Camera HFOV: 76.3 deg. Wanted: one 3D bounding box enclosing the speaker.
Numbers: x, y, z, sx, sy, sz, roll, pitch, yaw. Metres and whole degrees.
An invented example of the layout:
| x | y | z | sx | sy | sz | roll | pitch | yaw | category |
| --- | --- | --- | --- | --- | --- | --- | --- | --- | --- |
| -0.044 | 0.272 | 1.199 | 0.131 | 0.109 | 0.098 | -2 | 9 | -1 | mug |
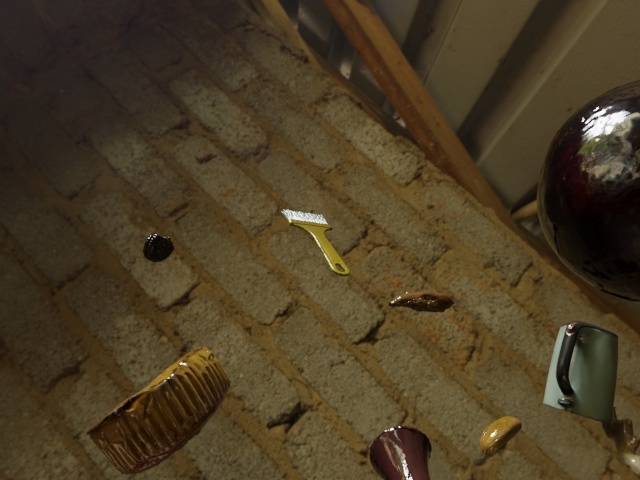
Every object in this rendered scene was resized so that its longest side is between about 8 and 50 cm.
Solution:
| x | y | z | sx | sy | sz | roll | pitch | yaw | category |
| --- | --- | --- | --- | --- | --- | --- | --- | --- | --- |
| 0.211 | 0.681 | 1.103 | 0.260 | 0.197 | 0.329 | 9 | 12 | 0 | speaker |

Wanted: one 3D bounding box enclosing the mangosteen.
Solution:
| x | y | z | sx | sy | sz | roll | pitch | yaw | category |
| --- | --- | --- | --- | --- | --- | --- | --- | --- | --- |
| 0.447 | -0.077 | 0.520 | 0.330 | 0.330 | 0.330 | 42 | -20 | 19 | mangosteen |

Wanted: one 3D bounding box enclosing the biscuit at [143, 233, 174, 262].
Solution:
| x | y | z | sx | sy | sz | roll | pitch | yaw | category |
| --- | --- | --- | --- | --- | --- | --- | --- | --- | --- |
| -0.399 | 0.014 | 1.008 | 0.027 | 0.087 | 0.089 | 25 | -52 | 18 | biscuit |

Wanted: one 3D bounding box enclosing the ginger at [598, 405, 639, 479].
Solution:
| x | y | z | sx | sy | sz | roll | pitch | yaw | category |
| --- | --- | --- | --- | --- | --- | --- | --- | --- | --- |
| 0.829 | 0.544 | 1.108 | 0.075 | 0.089 | 0.288 | 42 | 21 | -4 | ginger |

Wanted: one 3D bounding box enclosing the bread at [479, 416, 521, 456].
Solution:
| x | y | z | sx | sy | sz | roll | pitch | yaw | category |
| --- | --- | --- | --- | --- | --- | --- | --- | --- | --- |
| 0.593 | 0.644 | 1.356 | 0.077 | 0.190 | 0.114 | 36 | -48 | 38 | bread |

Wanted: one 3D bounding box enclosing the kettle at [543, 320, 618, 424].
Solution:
| x | y | z | sx | sy | sz | roll | pitch | yaw | category |
| --- | --- | --- | --- | --- | --- | --- | --- | --- | --- |
| 0.733 | 0.361 | 1.149 | 0.241 | 0.255 | 0.165 | 25 | -12 | -36 | kettle |

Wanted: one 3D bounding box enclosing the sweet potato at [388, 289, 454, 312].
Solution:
| x | y | z | sx | sy | sz | roll | pitch | yaw | category |
| --- | --- | --- | --- | --- | --- | --- | --- | --- | --- |
| 0.278 | 0.165 | 1.099 | 0.068 | 0.206 | 0.059 | -114 | -151 | -64 | sweet potato |

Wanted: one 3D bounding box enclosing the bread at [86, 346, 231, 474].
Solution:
| x | y | z | sx | sy | sz | roll | pitch | yaw | category |
| --- | --- | --- | --- | --- | --- | --- | --- | --- | --- |
| -0.228 | 0.253 | 0.612 | 0.104 | 0.199 | 0.199 | 54 | -19 | 0 | bread |

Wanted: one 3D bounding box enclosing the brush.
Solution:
| x | y | z | sx | sy | sz | roll | pitch | yaw | category |
| --- | --- | --- | --- | --- | --- | --- | --- | --- | --- |
| 0.000 | 0.000 | 0.679 | 0.205 | 0.083 | 0.011 | 56 | -48 | 53 | brush |
